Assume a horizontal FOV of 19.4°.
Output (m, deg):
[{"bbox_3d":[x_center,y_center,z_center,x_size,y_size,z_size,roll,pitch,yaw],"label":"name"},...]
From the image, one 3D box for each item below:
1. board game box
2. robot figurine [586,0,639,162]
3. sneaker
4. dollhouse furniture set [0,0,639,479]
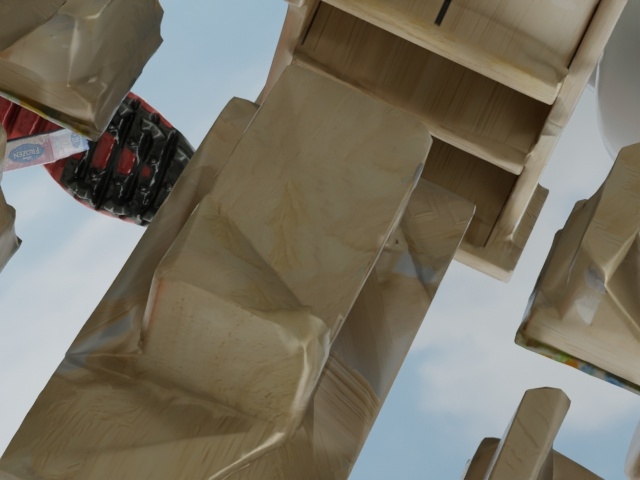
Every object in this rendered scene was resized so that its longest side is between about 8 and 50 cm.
[{"bbox_3d":[-0.203,-0.054,1.199,0.090,0.020,0.090,-12,-173,8],"label":"board game box"},{"bbox_3d":[0.291,-0.068,1.011,0.200,0.300,0.353,-29,-133,-20],"label":"robot figurine"},{"bbox_3d":[-0.204,-0.097,1.492,0.097,0.276,0.135,-64,173,8],"label":"sneaker"},{"bbox_3d":[0.000,0.000,0.834,0.256,0.362,0.394,109,8,-50],"label":"dollhouse furniture set"}]
